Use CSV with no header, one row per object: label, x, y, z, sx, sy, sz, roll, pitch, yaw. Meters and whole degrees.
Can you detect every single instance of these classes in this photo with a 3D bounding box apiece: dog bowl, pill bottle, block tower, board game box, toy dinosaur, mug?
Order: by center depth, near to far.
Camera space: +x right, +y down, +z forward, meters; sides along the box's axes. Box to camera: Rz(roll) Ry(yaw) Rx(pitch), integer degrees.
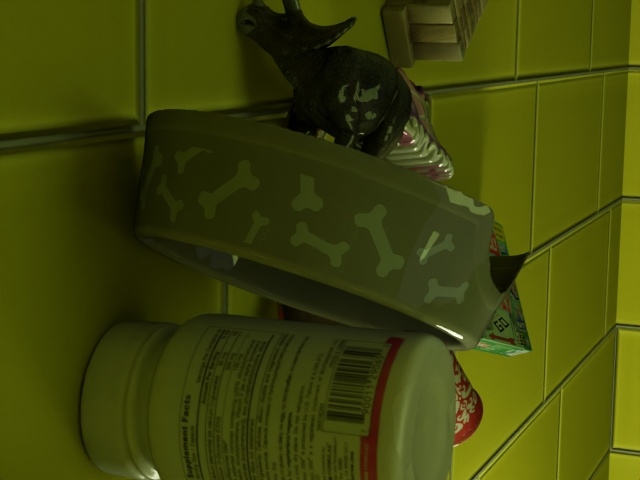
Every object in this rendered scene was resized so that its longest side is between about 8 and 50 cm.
pill bottle,-0.043,0.144,1.146,0.160,0.283,0.160,4,90,-68
dog bowl,0.000,0.000,1.176,0.349,0.349,0.102,36,70,-65
toy dinosaur,0.040,-0.135,1.428,0.313,0.121,0.160,30,85,-43
block tower,0.180,-0.362,1.873,0.335,0.097,0.091,-63,148,-43
mug,0.140,0.182,1.892,0.169,0.113,0.150,61,2,-47
board game box,0.240,0.061,2.086,0.317,0.046,0.213,19,59,-68

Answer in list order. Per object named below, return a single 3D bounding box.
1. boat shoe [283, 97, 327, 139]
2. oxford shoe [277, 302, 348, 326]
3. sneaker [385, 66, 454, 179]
boat shoe,-0.010,-0.137,1.493,0.045,0.050,0.135,59,40,-64
oxford shoe,0.041,0.136,1.429,0.133,0.130,0.363,92,-20,-77
sneaker,0.109,-0.146,1.748,0.236,0.095,0.104,41,48,-63
